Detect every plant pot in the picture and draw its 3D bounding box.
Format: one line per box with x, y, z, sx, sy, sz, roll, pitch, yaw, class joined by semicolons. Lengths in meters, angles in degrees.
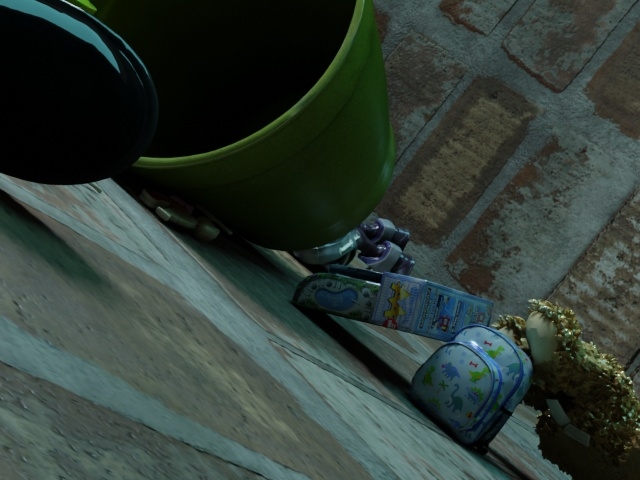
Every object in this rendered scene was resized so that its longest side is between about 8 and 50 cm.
-0.073;-0.162;1.666;0.366;0.366;0.353;41;-7;32;plant pot

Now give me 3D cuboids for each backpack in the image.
0.161;0.147;1.539;0.105;0.114;0.084;41;5;28;backpack

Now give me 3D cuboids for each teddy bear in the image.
0.313;0.202;1.600;0.338;0.113;0.245;45;-32;14;teddy bear

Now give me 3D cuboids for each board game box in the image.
0.077;0.066;1.589;0.194;0.060;0.194;13;-3;14;board game box

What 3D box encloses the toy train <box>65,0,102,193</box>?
-0.241;-0.158;1.254;0.248;0.143;0.105;35;6;-36;toy train

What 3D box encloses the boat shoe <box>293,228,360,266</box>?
0.000;0.000;2.135;0.319;0.116;0.099;61;21;-84;boat shoe

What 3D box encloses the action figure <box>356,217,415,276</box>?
0.032;-0.024;2.450;0.285;0.099;0.185;32;16;-28;action figure

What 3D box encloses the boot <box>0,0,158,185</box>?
-0.252;-0.130;0.912;0.348;0.131;0.260;26;0;-15;boot

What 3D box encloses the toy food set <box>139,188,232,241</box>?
-0.146;-0.026;1.501;0.078;0.019;0.122;40;12;32;toy food set
